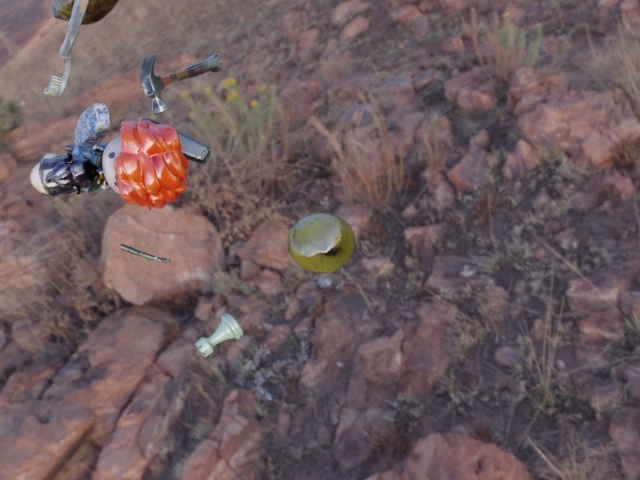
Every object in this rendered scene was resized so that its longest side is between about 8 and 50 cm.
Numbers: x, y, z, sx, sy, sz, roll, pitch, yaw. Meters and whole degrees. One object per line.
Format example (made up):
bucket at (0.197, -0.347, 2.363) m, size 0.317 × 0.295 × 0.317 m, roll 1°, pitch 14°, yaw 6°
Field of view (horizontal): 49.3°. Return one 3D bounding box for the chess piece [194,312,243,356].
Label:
chess piece at (-0.235, 0.220, 1.593) m, size 0.103 × 0.067 × 0.067 m, roll -36°, pitch 27°, yaw -18°

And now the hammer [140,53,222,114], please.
hammer at (-0.285, -0.350, 1.468) m, size 0.033 × 0.111 × 0.288 m, roll -12°, pitch 17°, yaw 26°

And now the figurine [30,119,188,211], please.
figurine at (-0.537, -0.189, 1.791) m, size 0.411 × 0.241 × 0.306 m, roll -2°, pitch -1°, yaw 6°

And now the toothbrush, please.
toothbrush at (-0.451, -0.365, 1.260) m, size 0.375 × 0.037 × 0.028 m, roll -38°, pitch 46°, yaw 52°

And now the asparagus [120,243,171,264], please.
asparagus at (-0.420, 0.034, 1.675) m, size 0.015 × 0.127 × 0.018 m, roll 127°, pitch 161°, yaw -81°

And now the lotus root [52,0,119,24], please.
lotus root at (-0.463, -0.492, 1.384) m, size 0.209 × 0.120 × 0.120 m, roll -22°, pitch 30°, yaw 37°

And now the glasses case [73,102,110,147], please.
glasses case at (-0.669, -0.325, 2.030) m, size 0.065 × 0.087 × 0.248 m, roll -12°, pitch -4°, yaw -34°

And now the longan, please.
longan at (0.000, 0.000, 1.640) m, size 0.145 × 0.154 × 0.176 m, roll -59°, pitch 23°, yaw 16°

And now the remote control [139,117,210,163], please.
remote control at (-0.424, -0.286, 2.011) m, size 0.042 × 0.221 × 0.072 m, roll 180°, pitch 113°, yaw -77°
